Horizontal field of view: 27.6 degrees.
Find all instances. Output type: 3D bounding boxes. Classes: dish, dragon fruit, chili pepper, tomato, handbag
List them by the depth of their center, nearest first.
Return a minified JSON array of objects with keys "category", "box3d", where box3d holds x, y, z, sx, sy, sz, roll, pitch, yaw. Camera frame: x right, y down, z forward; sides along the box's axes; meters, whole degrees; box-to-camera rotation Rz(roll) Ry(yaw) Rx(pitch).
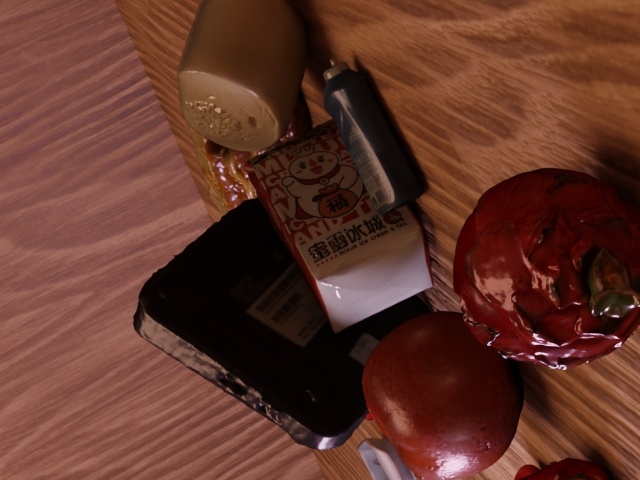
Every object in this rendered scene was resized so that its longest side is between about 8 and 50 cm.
[{"category":"dragon fruit","box3d":[0.193,0.025,1.079,0.172,0.172,0.209,61,167,10]},{"category":"chili pepper","box3d":[0.273,0.326,1.551,0.110,0.110,0.387,61,162,12]},{"category":"tomato","box3d":[0.158,0.190,1.616,0.208,0.184,0.208,55,172,12]},{"category":"handbag","box3d":[0.021,-0.041,1.798,0.298,0.171,0.151,60,173,37]},{"category":"dish","box3d":[0.147,0.471,2.695,0.154,0.064,0.234,61,170,11]}]

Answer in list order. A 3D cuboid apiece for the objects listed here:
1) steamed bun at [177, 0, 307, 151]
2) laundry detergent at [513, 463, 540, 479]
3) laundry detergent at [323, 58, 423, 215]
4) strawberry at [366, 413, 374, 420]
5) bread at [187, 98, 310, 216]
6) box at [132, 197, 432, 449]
[{"category":"steamed bun","box3d":[-0.098,-0.242,1.803,0.155,0.200,0.250,17,162,5]},{"category":"laundry detergent","box3d":[0.310,0.360,1.683,0.165,0.049,0.097,41,150,58]},{"category":"laundry detergent","box3d":[0.058,-0.136,1.648,0.206,0.061,0.096,63,172,2]},{"category":"strawberry","box3d":[0.022,0.250,2.267,0.205,0.244,0.205,57,169,18]},{"category":"bread","box3d":[-0.104,-0.141,2.102,0.114,0.185,0.274,49,163,34]},{"category":"box","box3d":[-0.043,0.104,1.826,0.350,0.359,0.091,32,130,12]}]
